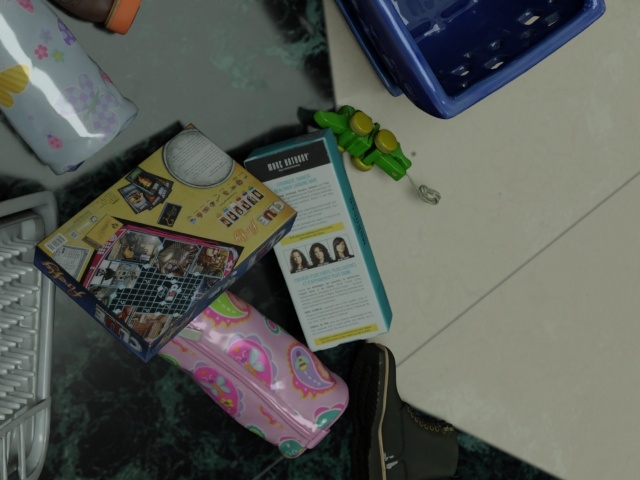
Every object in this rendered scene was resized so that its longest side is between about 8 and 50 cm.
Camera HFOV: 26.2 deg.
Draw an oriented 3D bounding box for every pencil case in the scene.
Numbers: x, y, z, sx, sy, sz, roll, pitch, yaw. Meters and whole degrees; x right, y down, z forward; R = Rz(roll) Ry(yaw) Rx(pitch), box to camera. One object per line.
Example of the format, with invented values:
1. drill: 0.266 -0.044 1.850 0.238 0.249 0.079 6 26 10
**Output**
1. pencil case: -0.313 -0.201 1.454 0.273 0.113 0.124 50 40 -18
2. pencil case: -0.102 0.129 1.573 0.284 0.124 0.124 41 84 -20

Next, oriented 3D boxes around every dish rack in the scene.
1. dish rack: -0.348 0.117 1.425 0.072 0.285 0.333 6 97 6

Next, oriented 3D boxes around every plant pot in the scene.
1. plant pot: 0.136 -0.293 1.544 0.236 0.212 0.236 -35 107 -10

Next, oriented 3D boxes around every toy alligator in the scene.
1. toy alligator: 0.071 -0.111 1.637 0.189 0.056 0.051 33 46 -20

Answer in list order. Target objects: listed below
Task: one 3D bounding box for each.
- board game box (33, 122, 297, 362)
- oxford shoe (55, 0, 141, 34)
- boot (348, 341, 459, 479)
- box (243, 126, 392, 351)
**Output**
1. board game box: -0.164 -0.002 1.486 0.165 0.042 0.243 40 56 11
2. oxford shoe: -0.207 -0.359 1.462 0.098 0.097 0.271 18 103 -15
3. boot: 0.109 0.212 1.692 0.137 0.077 0.198 -6 113 -23
4. box: 0.000 0.000 1.603 0.100 0.060 0.244 -15 104 13
